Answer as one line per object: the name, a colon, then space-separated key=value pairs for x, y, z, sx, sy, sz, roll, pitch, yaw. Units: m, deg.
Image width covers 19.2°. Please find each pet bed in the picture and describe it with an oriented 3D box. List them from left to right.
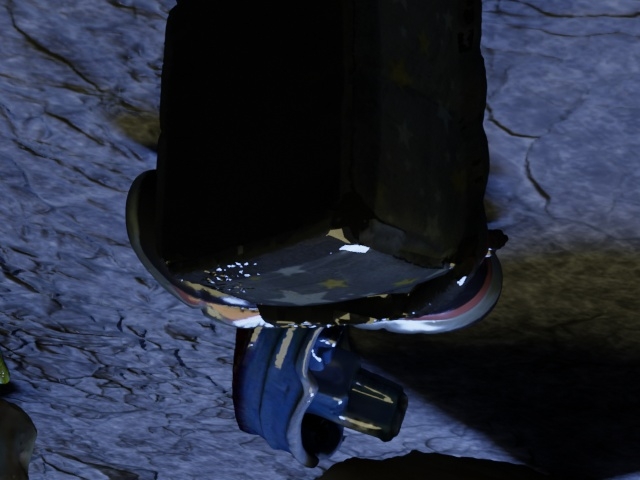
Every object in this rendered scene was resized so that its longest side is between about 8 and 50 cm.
pet bed: x=0.014 y=-0.064 z=1.156 sx=0.183 sy=0.211 sz=0.159 roll=-16 pitch=155 yaw=39

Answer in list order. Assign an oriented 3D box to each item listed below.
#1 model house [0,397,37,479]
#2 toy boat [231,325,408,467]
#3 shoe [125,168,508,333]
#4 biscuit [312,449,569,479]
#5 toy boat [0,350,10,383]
model house: x=-0.527 y=0.274 z=1.881 sx=0.382 sy=0.334 sz=0.342 roll=-24 pitch=142 yaw=38
toy boat: x=0.005 y=0.117 z=1.620 sx=0.142 sy=0.129 sz=0.309 roll=16 pitch=154 yaw=8
shoe: x=0.000 y=0.000 z=1.395 sx=0.291 sy=0.114 sz=0.137 roll=8 pitch=160 yaw=-5
biscuit: x=0.230 y=0.291 z=1.683 sx=0.429 sy=0.104 sz=0.446 roll=17 pitch=-173 yaw=-41
toy boat: x=-0.340 y=0.110 z=1.833 sx=0.063 sy=0.016 sz=0.115 roll=5 pitch=154 yaw=6
